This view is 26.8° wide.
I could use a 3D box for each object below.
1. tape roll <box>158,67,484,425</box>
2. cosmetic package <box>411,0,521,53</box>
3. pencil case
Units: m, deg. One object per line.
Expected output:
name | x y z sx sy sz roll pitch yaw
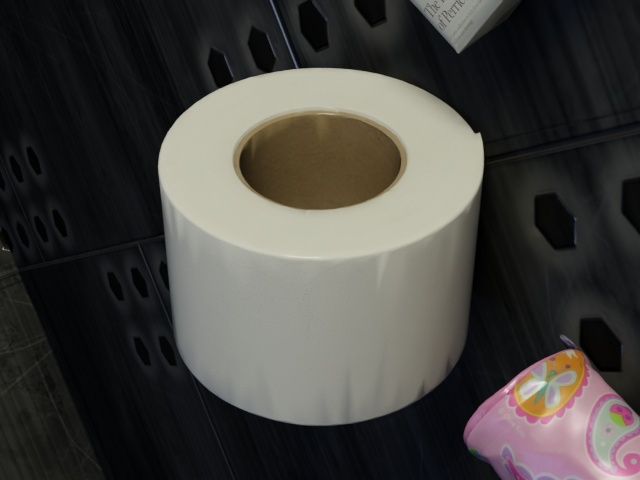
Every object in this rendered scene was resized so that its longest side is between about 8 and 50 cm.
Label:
tape roll | 0.000 0.000 1.046 0.246 0.246 0.169 41 144 39
cosmetic package | 0.119 -0.221 0.835 0.099 0.060 0.239 50 151 6
pencil case | 0.228 0.205 0.953 0.284 0.124 0.124 49 149 31
